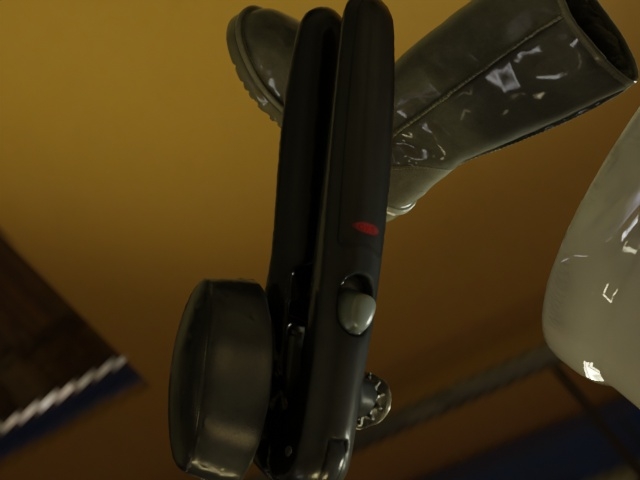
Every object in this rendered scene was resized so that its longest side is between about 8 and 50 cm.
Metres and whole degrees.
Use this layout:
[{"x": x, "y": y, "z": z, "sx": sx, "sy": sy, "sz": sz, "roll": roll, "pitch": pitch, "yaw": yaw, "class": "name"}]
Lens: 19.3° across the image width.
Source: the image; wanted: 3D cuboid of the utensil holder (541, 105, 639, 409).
[{"x": 0.368, "y": 0.051, "z": 1.001, "sx": 0.327, "sy": 0.385, "sz": 0.327, "roll": -39, "pitch": 155, "yaw": -22, "class": "utensil holder"}]

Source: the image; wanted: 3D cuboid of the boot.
[{"x": 0.067, "y": -0.120, "z": 1.183, "sx": 0.208, "sy": 0.189, "sz": 0.076, "roll": -33, "pitch": -160, "yaw": 42, "class": "boot"}]

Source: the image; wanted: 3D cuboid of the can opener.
[{"x": 0.000, "y": 0.000, "z": 0.669, "sx": 0.059, "sy": 0.073, "sz": 0.186, "roll": 2, "pitch": -106, "yaw": 44, "class": "can opener"}]
